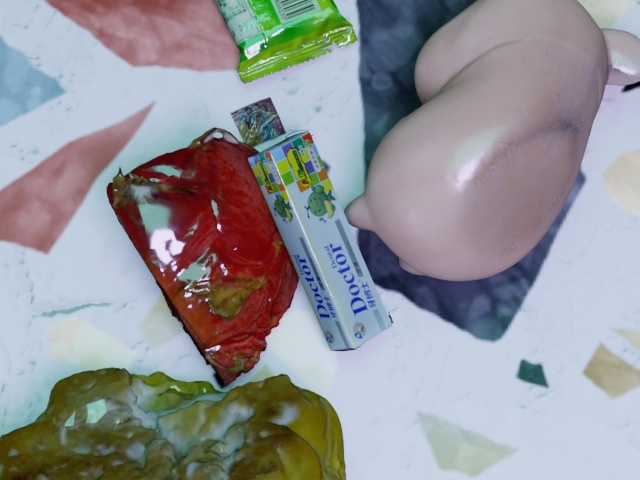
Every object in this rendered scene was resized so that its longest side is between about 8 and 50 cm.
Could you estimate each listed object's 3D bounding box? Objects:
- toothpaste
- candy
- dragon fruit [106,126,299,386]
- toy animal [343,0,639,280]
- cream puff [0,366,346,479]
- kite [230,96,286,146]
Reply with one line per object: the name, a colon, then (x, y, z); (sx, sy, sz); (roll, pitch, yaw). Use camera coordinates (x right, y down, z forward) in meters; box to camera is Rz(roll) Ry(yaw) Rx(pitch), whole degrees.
toothpaste: (0.000, 0.000, 1.246); (0.046, 0.034, 0.164); (-29, 100, -36)
candy: (-0.051, -0.220, 1.366); (0.102, 0.032, 0.178); (-24, 74, -4)
dragon fruit: (-0.071, 0.010, 1.242); (0.120, 0.127, 0.161); (-28, 72, -1)
toy animal: (0.129, -0.088, 1.251); (0.166, 0.154, 0.250); (39, 69, -31)
cream puff: (-0.105, 0.206, 1.157); (0.282, 0.185, 0.282); (-11, 31, 7)
kite: (-0.049, -0.079, 1.332); (0.044, 0.002, 0.078); (-3, 70, 0)
